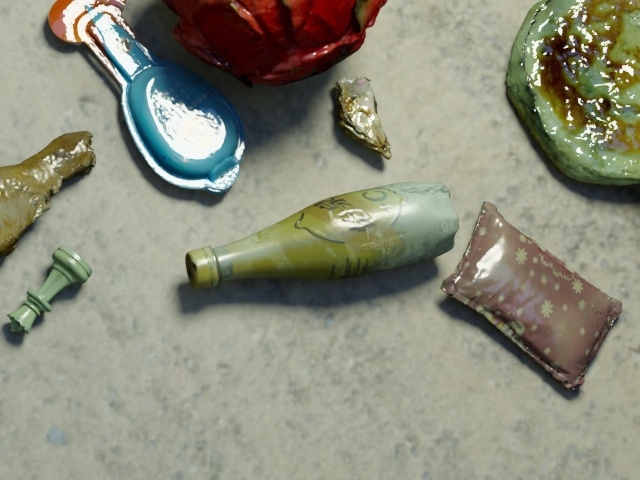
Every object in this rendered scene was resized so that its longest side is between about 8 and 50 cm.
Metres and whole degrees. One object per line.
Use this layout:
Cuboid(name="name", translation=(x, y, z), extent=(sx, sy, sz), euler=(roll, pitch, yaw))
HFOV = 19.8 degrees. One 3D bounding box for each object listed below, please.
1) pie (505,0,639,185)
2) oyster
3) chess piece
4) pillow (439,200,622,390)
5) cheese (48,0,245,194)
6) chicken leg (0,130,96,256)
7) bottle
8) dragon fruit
Cuboid(name="pie", translation=(0.310, -0.165, 1.920), extent=(0.241, 0.054, 0.240), euler=(4, 74, -13))
Cuboid(name="oyster", translation=(0.040, -0.122, 1.846), extent=(0.051, 0.034, 0.093), euler=(0, 65, -32))
Cuboid(name="chess piece", translation=(-0.259, 0.051, 1.719), extent=(0.042, 0.042, 0.093), euler=(42, 77, -2))
Cuboid(name="pillow", translation=(0.214, 0.055, 1.844), extent=(0.185, 0.043, 0.118), euler=(35, 68, -5))
Cuboid(name="cheese", translation=(-0.166, -0.152, 1.795), extent=(0.106, 0.037, 0.256), euler=(-38, 87, -21))
Cuboid(name="chicken leg", translation=(-0.286, -0.045, 1.721), extent=(0.198, 0.069, 0.085), euler=(-39, 90, -27))
Cuboid(name="bottle", translation=(0.000, 0.000, 1.778), extent=(0.270, 0.083, 0.083), euler=(-11, 80, -16))
Cuboid(name="dragon fruit", translation=(-0.065, -0.265, 1.730), extent=(0.293, 0.234, 0.233), euler=(32, 66, -42))
